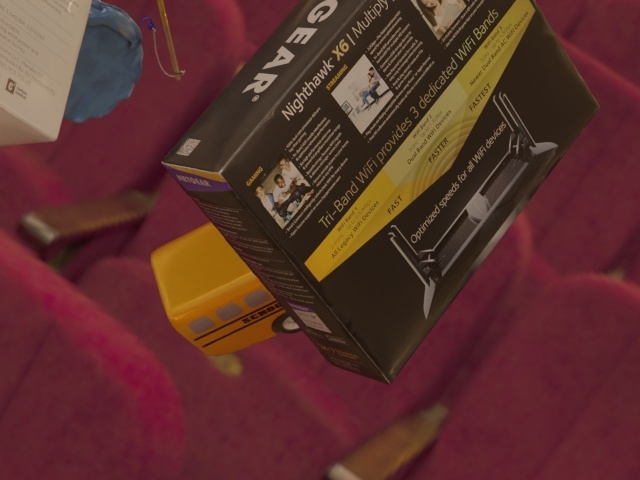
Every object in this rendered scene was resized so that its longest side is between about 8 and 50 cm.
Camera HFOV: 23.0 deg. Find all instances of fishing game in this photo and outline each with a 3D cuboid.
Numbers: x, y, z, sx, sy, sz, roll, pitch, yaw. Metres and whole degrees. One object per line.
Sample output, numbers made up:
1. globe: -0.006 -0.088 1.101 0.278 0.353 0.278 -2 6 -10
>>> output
1. fishing game: -0.314 -0.230 1.995 0.189 0.264 0.041 74 -9 -45

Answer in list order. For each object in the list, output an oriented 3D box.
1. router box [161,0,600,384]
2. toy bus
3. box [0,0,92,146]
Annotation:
1. router box: 0.058 -0.083 1.224 0.081 0.309 0.243 13 -32 51
2. toy bus: 0.000 0.000 1.654 0.130 0.333 0.108 48 19 -56
3. box: -0.333 -0.268 1.443 0.215 0.345 0.168 -4 -25 33
